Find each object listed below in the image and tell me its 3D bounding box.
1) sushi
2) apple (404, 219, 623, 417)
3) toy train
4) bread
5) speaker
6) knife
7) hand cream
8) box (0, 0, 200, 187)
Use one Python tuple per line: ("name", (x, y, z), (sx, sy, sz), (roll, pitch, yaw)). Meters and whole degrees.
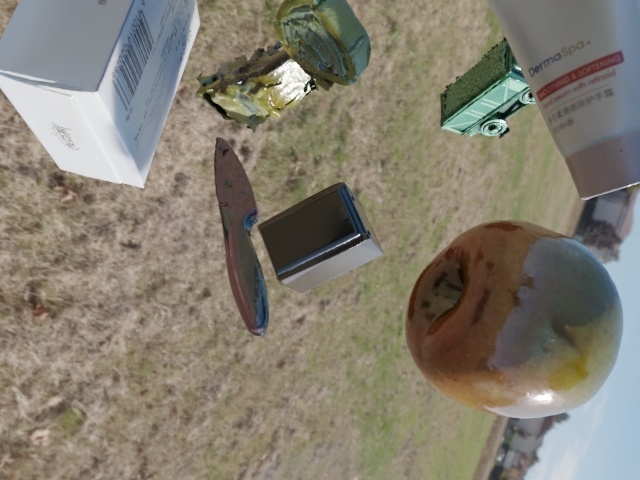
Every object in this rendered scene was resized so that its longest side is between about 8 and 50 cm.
("sushi", (-0.122, -0.318, 1.135), (0.139, 0.291, 0.131), (46, 43, -44))
("apple", (0.328, 0.140, 0.942), (0.338, 0.305, 0.338), (-51, -159, 29))
("toy train", (0.378, -0.317, 1.182), (0.269, 0.154, 0.115), (-34, -139, 61))
("bread", (0.005, -0.297, 0.809), (0.156, 0.117, 0.064), (46, 57, -14))
("speaker", (0.000, 0.000, 1.264), (0.231, 0.153, 0.192), (-26, 161, 9))
("knife", (-0.070, -0.020, 0.479), (0.018, 0.036, 0.247), (101, -21, -44))
("hand cream", (0.225, -0.163, 0.462), (0.083, 0.133, 0.247), (-17, 85, -46))
("box", (-0.237, -0.232, 0.634), (0.203, 0.116, 0.274), (103, -1, -70))
